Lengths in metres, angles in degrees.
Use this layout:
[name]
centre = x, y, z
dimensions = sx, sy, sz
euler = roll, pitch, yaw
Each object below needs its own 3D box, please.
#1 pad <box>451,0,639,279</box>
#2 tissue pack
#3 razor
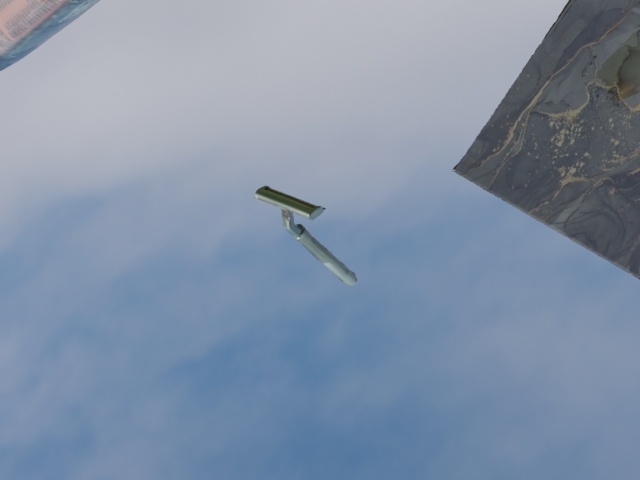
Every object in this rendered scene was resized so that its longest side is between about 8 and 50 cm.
[pad]
centre = 0.315, -0.106, 1.288
dimensions = 0.247, 0.367, 0.007
euler = -55, -138, 11
[tissue pack]
centre = -0.288, -0.308, 1.445
dimensions = 0.228, 0.103, 0.316
euler = -45, -163, -31
[razor]
centre = -0.004, 0.006, 1.517
dimensions = 0.084, 0.211, 0.036
euler = 23, -107, 33
